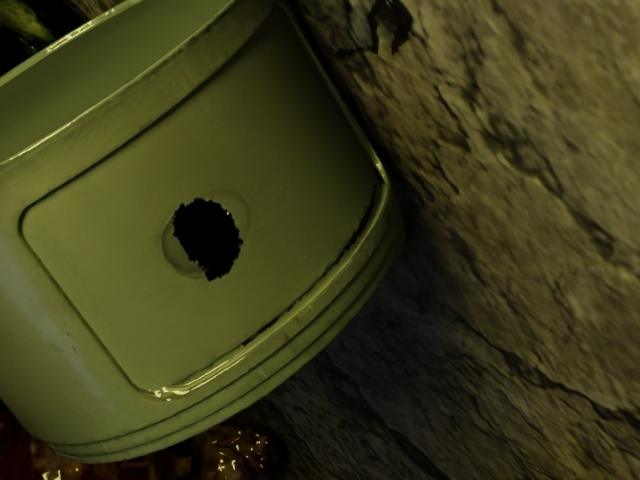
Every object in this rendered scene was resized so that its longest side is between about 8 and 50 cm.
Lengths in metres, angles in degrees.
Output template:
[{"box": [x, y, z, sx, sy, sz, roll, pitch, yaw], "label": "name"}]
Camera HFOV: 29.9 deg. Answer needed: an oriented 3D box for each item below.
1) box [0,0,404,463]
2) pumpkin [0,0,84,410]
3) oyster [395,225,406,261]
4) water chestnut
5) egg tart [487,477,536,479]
[{"box": [-0.088, -0.021, 0.595, 0.149, 0.226, 0.226, 57, 158, -22], "label": "box"}, {"box": [-0.220, -0.045, 0.805, 0.315, 0.238, 0.315, -23, -90, -87], "label": "pumpkin"}, {"box": [-0.003, 0.002, 0.734, 0.200, 0.061, 0.106, 29, 169, 48], "label": "oyster"}, {"box": [-0.181, 0.249, 1.194, 0.350, 0.302, 0.350, -11, -90, -85], "label": "water chestnut"}, {"box": [0.191, 0.319, 0.721, 0.388, 0.169, 0.388, 36, 153, 22], "label": "egg tart"}]
